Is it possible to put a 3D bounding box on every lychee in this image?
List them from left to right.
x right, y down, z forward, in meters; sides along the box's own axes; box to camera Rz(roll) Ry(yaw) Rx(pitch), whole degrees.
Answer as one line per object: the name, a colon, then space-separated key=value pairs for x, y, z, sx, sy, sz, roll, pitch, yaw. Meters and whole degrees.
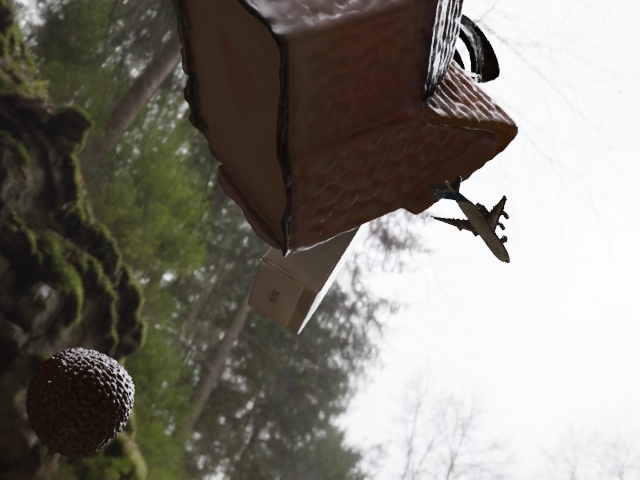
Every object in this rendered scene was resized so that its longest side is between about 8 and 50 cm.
lychee: x=-0.416 y=0.276 z=1.634 sx=0.194 sy=0.194 sz=0.194 roll=8 pitch=-51 yaw=10

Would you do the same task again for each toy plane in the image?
toy plane: x=0.114 y=-0.015 z=0.691 sx=0.084 sy=0.024 sz=0.078 roll=41 pitch=-29 yaw=-21

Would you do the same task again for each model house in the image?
model house: x=0.025 y=-0.156 z=0.802 sx=0.237 sy=0.202 sz=0.237 roll=-21 pitch=-42 yaw=-19

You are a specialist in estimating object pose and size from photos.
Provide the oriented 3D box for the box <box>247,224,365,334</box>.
box: x=-0.002 y=-0.002 z=1.640 sx=0.116 sy=0.274 sz=0.203 roll=31 pitch=-26 yaw=3

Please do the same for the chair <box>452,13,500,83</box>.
chair: x=0.151 y=-0.259 z=1.383 sx=0.145 sy=0.221 sz=0.140 roll=-32 pitch=-97 yaw=31
